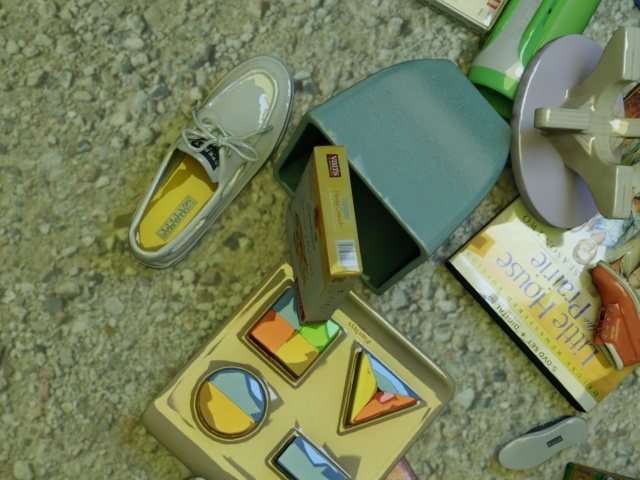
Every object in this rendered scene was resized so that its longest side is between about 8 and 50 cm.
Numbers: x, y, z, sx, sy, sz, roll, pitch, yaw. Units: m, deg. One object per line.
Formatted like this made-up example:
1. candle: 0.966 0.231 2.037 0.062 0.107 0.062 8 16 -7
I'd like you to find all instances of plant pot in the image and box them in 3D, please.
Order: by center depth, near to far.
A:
1. plant pot: 0.123 -0.113 1.504 0.252 0.248 0.247 -39 86 -20

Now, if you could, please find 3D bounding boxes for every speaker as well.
1. speaker: 0.335 -0.330 1.585 0.131 0.131 0.296 31 83 1

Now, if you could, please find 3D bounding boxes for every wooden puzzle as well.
1. wooden puzzle: -0.027 0.231 1.502 0.322 0.080 0.348 42 81 3

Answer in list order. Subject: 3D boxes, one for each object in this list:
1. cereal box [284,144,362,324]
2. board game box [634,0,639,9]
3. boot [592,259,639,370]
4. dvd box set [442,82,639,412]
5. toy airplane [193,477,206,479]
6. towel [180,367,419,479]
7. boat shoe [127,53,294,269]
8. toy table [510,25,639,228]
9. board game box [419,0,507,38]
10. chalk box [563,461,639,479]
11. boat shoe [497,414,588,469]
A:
1. cereal box: 0.000 0.000 1.405 0.047 0.240 0.173 -4 71 -13
2. board game box: 0.541 -0.445 1.646 0.160 0.047 0.210 -30 85 -5
3. boot: 0.418 0.108 1.516 0.085 0.059 0.158 -28 88 -1
4. dvd box set: 0.438 0.005 1.587 0.420 0.062 0.307 -41 87 -6
5. toy airplane: -0.066 0.479 1.385 0.386 0.384 0.272 46 71 -10
6. towel: -0.032 0.278 1.551 0.237 0.037 0.329 -29 86 -6
7. boat shoe: -0.162 -0.124 1.526 0.136 0.156 0.367 37 84 1
8. toy table: 0.379 -0.153 1.463 0.252 0.161 0.274 -10 96 -18
9. board game box: 0.171 -0.471 1.629 0.305 0.053 0.193 31 84 1
10. chalk box: 0.419 0.479 1.481 0.180 0.179 0.288 16 85 -2
11. boat shoe: 0.325 0.297 1.563 0.142 0.040 0.049 -21 94 -4
